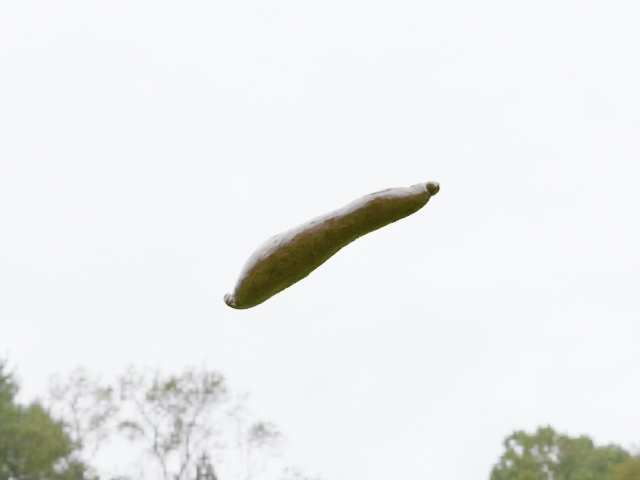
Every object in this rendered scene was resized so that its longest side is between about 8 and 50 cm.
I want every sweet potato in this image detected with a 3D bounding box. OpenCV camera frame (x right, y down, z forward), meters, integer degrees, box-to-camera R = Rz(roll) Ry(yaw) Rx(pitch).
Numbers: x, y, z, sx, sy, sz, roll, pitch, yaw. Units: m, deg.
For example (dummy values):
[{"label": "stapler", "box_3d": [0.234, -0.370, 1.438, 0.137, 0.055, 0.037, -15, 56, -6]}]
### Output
[{"label": "sweet potato", "box_3d": [0.000, 0.000, 0.460, 0.115, 0.026, 0.026, -29, -33, 19]}]
